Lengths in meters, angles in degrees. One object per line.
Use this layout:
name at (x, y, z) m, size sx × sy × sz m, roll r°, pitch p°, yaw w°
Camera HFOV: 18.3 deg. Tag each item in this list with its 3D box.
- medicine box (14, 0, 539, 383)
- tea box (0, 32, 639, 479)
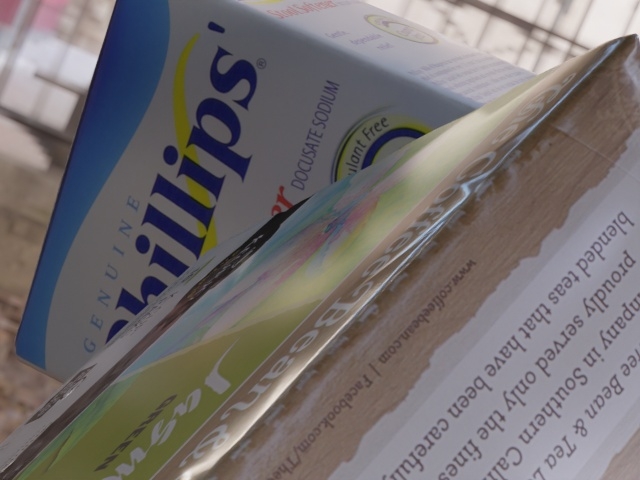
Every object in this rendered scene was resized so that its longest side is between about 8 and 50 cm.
medicine box at (0.000, 0.000, 1.185) m, size 0.289 × 0.264 × 0.149 m, roll 24°, pitch 18°, yaw 17°
tea box at (-0.008, 0.146, 0.678) m, size 0.220 × 0.329 × 0.323 m, roll 50°, pitch -31°, yaw -10°
